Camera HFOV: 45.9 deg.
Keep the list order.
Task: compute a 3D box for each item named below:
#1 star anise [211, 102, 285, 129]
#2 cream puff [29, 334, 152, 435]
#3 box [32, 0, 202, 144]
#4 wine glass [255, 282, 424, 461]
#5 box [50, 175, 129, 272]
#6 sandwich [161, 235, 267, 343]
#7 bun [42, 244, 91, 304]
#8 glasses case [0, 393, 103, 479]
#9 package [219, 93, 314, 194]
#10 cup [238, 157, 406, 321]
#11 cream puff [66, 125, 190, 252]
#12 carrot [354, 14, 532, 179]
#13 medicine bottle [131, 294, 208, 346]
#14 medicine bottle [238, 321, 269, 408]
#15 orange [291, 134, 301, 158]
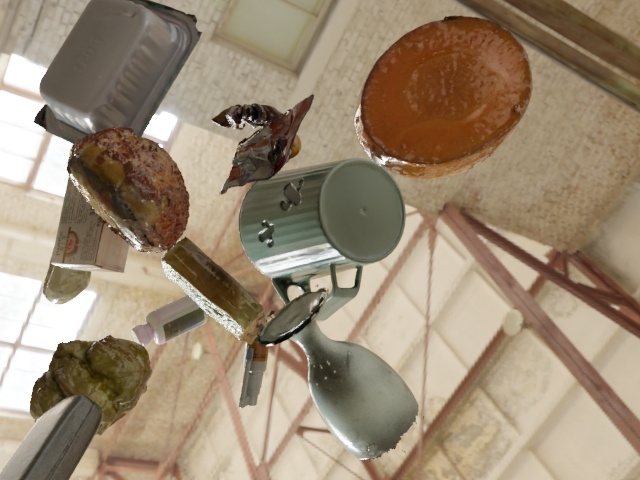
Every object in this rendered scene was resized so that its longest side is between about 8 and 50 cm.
[{"bbox_3d":[-0.165,-0.283,1.724,0.168,0.168,0.057,7,-83,58],"label":"star anise"},{"bbox_3d":[-0.462,0.295,1.517,0.244,0.196,0.244,-57,-177,5],"label":"cream puff"},{"bbox_3d":[-0.417,-0.344,1.466,0.264,0.106,0.336,25,-99,26],"label":"box"},{"bbox_3d":[0.041,0.272,1.526,0.190,0.357,0.190,-37,-165,12],"label":"wine glass"},{"bbox_3d":[-0.432,-0.040,1.458,0.135,0.081,0.199,2,-103,35],"label":"box"},{"bbox_3d":[-0.235,0.117,1.675,0.087,0.251,0.226,-48,171,-18],"label":"sandwich"},{"bbox_3d":[-0.617,0.074,1.868,0.183,0.102,0.183,-41,-140,45],"label":"bun"},{"bbox_3d":[-0.477,0.396,1.243,0.131,0.074,0.323,-29,-156,33],"label":"glasses case"},{"bbox_3d":[-0.115,-0.184,1.575,0.269,0.071,0.194,-22,-131,40],"label":"package"},{"bbox_3d":[0.018,-0.013,1.965,0.392,0.310,0.400,-10,-73,58],"label":"cup"},{"bbox_3d":[-0.320,-0.091,1.290,0.164,0.240,0.240,-38,-148,-10],"label":"cream puff"},{"bbox_3d":[0.193,-0.229,1.217,0.307,0.258,0.100,-43,161,-19],"label":"carrot"},{"bbox_3d":[-0.436,0.235,2.188,0.078,0.219,0.115,47,-31,31],"label":"medicine bottle"},{"bbox_3d":[-0.175,0.321,1.957,0.061,0.092,0.220,9,-84,21],"label":"medicine bottle"},{"bbox_3d":[-0.088,-0.241,1.916,0.083,0.083,0.070,17,-77,59],"label":"orange"}]
